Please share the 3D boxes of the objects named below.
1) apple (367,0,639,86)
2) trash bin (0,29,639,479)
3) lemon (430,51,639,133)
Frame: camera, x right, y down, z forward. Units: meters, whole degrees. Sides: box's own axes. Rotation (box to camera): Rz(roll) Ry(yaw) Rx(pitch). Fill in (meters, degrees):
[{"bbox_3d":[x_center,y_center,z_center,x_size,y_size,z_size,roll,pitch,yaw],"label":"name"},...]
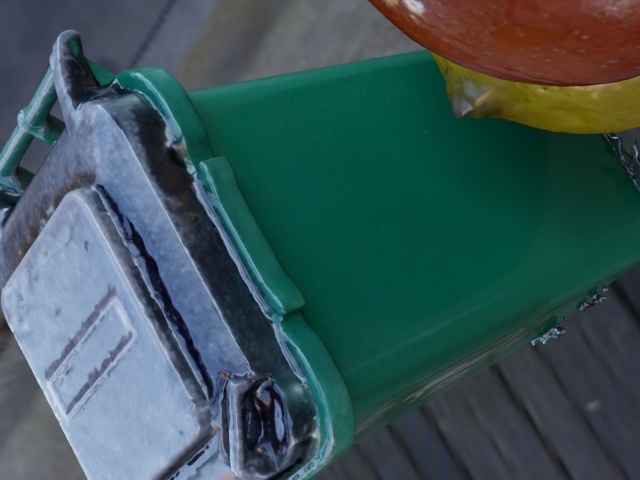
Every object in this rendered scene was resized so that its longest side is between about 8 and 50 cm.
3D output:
[{"bbox_3d":[0.093,-0.169,0.674,0.235,0.173,0.210,116,147,-42],"label":"apple"},{"bbox_3d":[0.000,0.000,1.128,0.295,0.381,0.259,61,143,13],"label":"trash bin"},{"bbox_3d":[0.175,-0.178,1.032,0.228,0.253,0.228,165,90,-84],"label":"lemon"}]
